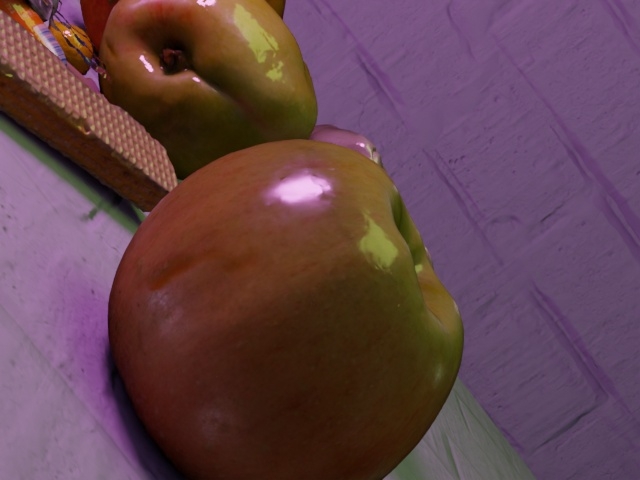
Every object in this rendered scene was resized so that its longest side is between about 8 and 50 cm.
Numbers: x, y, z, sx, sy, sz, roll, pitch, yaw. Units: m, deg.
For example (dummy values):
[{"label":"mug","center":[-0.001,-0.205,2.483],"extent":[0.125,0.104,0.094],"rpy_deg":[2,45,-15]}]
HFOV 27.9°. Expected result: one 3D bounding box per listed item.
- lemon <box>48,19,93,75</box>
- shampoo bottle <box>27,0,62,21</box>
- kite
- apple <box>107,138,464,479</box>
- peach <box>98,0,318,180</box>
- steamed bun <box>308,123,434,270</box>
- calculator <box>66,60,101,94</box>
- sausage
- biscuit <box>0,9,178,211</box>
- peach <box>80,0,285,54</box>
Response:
[{"label":"lemon","center":[-0.348,-0.266,1.767],"extent":[0.092,0.065,0.065],"rpy_deg":[59,7,5]},{"label":"shampoo bottle","center":[-0.397,-0.316,1.683],"extent":[0.072,0.072,0.214],"rpy_deg":[53,7,-6]},{"label":"kite","center":[-0.339,-0.290,1.600],"extent":[0.245,0.015,0.141],"rpy_deg":[50,8,-43]},{"label":"apple","center":[-0.023,0.079,1.211],"extent":[0.338,0.305,0.338],"rpy_deg":[54,5,-6]},{"label":"peach","center":[-0.167,-0.223,1.842],"extent":[0.314,0.281,0.315],"rpy_deg":[51,-2,5]},{"label":"steamed bun","center":[0.000,0.000,2.005],"extent":[0.342,0.255,0.368],"rpy_deg":[58,-12,-4]},{"label":"calculator","center":[-0.300,-0.149,1.659],"extent":[0.157,0.033,0.236],"rpy_deg":[46,13,-54]},{"label":"sausage","center":[-0.378,-0.267,1.539],"extent":[0.234,0.071,0.071],"rpy_deg":[53,7,-2]},{"label":"biscuit","center":[-0.282,-0.139,1.495],"extent":[0.379,0.054,0.094],"rpy_deg":[40,29,-54]},{"label":"peach","center":[-0.233,-0.392,2.142],"extent":[0.370,0.370,0.370],"rpy_deg":[52,7,-9]}]
